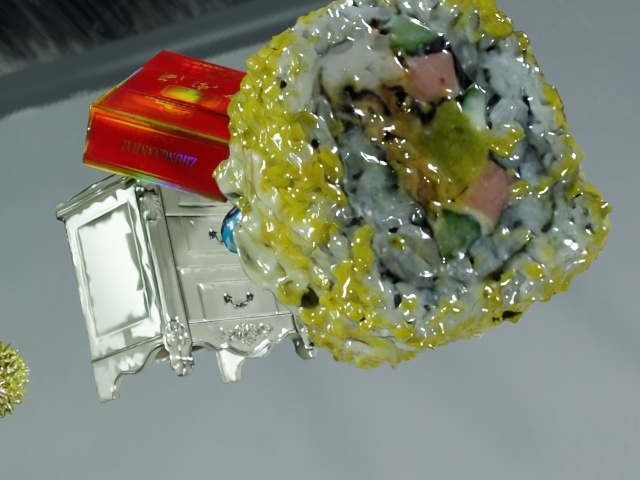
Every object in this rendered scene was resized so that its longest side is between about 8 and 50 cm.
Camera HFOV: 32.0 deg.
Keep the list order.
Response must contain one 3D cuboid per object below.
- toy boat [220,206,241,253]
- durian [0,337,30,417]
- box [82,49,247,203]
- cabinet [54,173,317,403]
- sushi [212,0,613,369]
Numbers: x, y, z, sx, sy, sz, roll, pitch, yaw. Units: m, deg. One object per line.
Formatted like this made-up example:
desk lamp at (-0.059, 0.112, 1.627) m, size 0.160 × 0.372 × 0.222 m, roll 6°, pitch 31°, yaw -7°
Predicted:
toy boat at (0.000, 0.000, 1.507) m, size 0.134 × 0.299 × 0.092 m, roll -46°, pitch 61°, yaw 29°
durian at (-0.693, 0.288, 2.090) m, size 0.225 × 0.291 × 0.291 m, roll 42°, pitch 85°, yaw -5°
box at (-0.174, -0.165, 1.519) m, size 0.198 × 0.089 × 0.313 m, roll 17°, pitch 25°, yaw 3°
cabinet at (-0.201, 0.061, 1.711) m, size 0.227 × 0.290 × 0.317 m, roll -23°, pitch 75°, yaw 39°
sushi at (0.081, -0.065, 1.206) m, size 0.351 × 0.240 × 0.396 m, roll -24°, pitch 87°, yaw -21°
